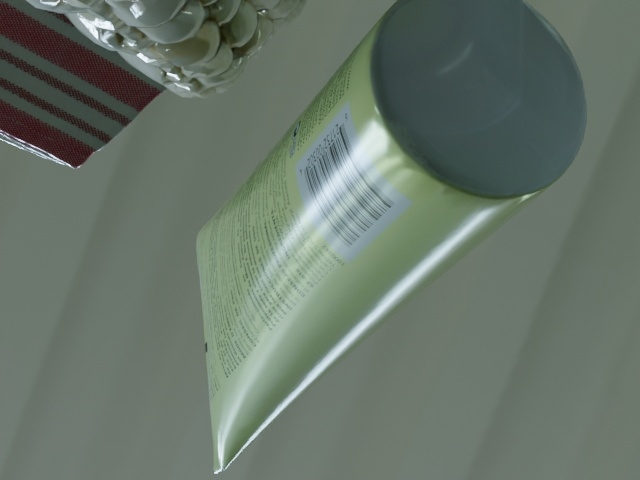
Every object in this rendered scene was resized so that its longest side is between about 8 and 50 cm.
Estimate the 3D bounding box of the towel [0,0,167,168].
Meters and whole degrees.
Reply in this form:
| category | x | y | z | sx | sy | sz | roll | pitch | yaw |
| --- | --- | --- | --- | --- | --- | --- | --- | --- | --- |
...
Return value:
| category | x | y | z | sx | sy | sz | roll | pitch | yaw |
| --- | --- | --- | --- | --- | --- | --- | --- | --- | --- |
| towel | -0.122 | -0.125 | 0.840 | 0.197 | 0.029 | 0.144 | -40 | -46 | 25 |

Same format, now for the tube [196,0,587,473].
| category | x | y | z | sx | sy | sz | roll | pitch | yaw |
| --- | --- | --- | --- | --- | --- | --- | --- | --- | --- |
| tube | 0.000 | 0.000 | 0.519 | 0.062 | 0.240 | 0.070 | 40 | -120 | -3 |

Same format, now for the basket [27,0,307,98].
| category | x | y | z | sx | sy | sz | roll | pitch | yaw |
| --- | --- | --- | --- | --- | --- | --- | --- | --- | --- |
| basket | -0.076 | -0.239 | 0.402 | 0.328 | 0.331 | 0.266 | 41 | -87 | 3 |
